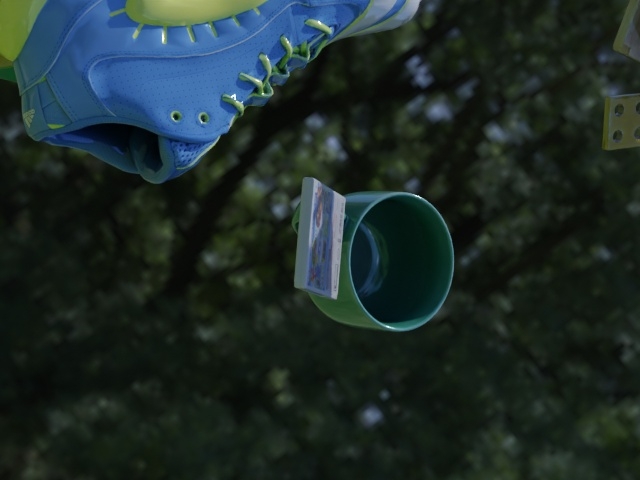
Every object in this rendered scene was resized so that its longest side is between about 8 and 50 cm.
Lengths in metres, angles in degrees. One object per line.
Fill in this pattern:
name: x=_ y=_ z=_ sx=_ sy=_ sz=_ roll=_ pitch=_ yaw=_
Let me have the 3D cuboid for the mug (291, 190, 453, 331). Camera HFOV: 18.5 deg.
mug: x=0.041 y=0.007 z=1.833 sx=0.097 sy=0.129 sz=0.157 roll=2 pitch=-59 yaw=53

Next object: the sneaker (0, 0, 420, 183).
sneaker: x=-0.053 y=-0.088 z=0.985 sx=0.091 sy=0.240 sz=0.126 roll=154 pitch=-69 yaw=-63

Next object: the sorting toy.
sorting toy: x=0.328 y=-0.192 z=1.678 sx=0.132 sy=0.274 sz=0.046 roll=20 pitch=2 yaw=-36

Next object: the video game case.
video game case: x=0.000 y=0.000 z=1.581 sx=0.122 sy=0.011 sz=0.087 roll=27 pitch=67 yaw=-77

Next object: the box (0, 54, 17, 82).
box: x=-0.215 y=-0.128 z=1.006 sx=0.179 sy=0.043 sz=0.105 roll=11 pitch=19 yaw=-30
